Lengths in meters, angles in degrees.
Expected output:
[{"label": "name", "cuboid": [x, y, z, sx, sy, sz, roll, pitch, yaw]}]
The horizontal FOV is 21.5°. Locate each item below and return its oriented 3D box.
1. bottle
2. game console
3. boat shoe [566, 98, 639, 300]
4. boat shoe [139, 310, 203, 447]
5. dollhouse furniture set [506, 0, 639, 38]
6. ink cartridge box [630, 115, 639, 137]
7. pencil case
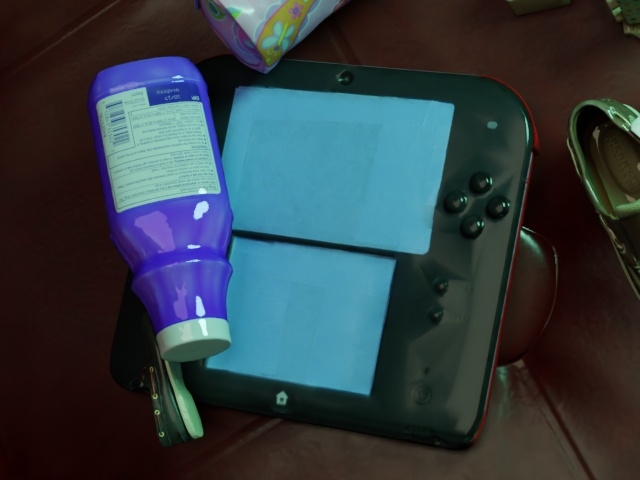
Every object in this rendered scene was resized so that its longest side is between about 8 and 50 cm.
[{"label": "bottle", "cuboid": [-0.141, -0.029, 1.567, 0.118, 0.092, 0.282, -12, 71, -5]}, {"label": "game console", "cuboid": [0.000, 0.000, 1.582, 0.387, 0.060, 0.342, 8, 76, 25]}, {"label": "boat shoe", "cuboid": [0.282, -0.013, 1.444, 0.095, 0.095, 0.257, -38, 62, 16]}, {"label": "boat shoe", "cuboid": [-0.148, 0.127, 1.570, 0.042, 0.049, 0.133, -20, 77, 11]}, {"label": "dollhouse furniture set", "cuboid": [0.227, -0.247, 1.496, 0.161, 0.182, 0.101, -10, 70, 19]}, {"label": "ink cartridge box", "cuboid": [0.366, -0.120, 1.451, 0.181, 0.061, 0.104, -43, 74, 1]}, {"label": "pencil case", "cuboid": [0.010, -0.287, 1.606, 0.284, 0.124, 0.124, -41, 62, -8]}]
